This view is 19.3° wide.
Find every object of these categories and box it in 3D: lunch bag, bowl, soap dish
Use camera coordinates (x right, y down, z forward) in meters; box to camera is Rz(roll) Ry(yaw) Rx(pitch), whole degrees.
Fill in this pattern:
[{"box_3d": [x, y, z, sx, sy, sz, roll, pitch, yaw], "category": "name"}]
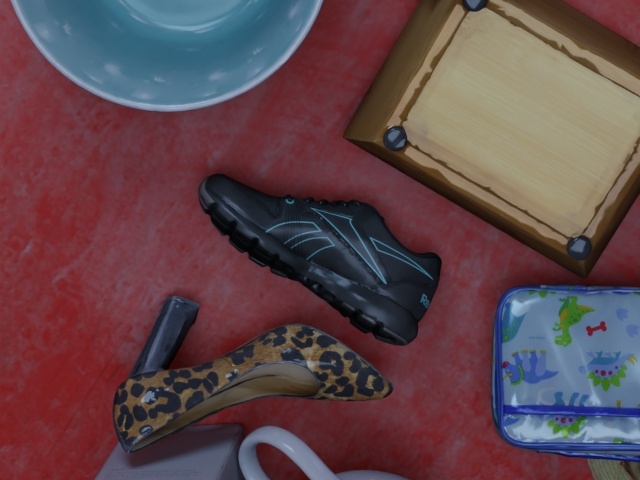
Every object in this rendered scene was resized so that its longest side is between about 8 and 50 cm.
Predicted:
[{"box_3d": [0.282, 0.134, 1.893, 0.219, 0.090, 0.176, 3, 81, 3], "category": "lunch bag"}, {"box_3d": [-0.141, -0.288, 1.816, 0.311, 0.163, 0.311, 0, 101, 2], "category": "bowl"}, {"box_3d": [0.201, -0.123, 1.854, 0.291, 0.118, 0.229, 30, 101, -4], "category": "soap dish"}]

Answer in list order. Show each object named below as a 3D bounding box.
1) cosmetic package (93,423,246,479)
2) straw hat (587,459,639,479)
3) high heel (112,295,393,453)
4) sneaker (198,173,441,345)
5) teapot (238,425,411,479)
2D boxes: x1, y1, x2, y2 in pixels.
[{"box_3d": [-0.147, 0.327, 1.907, 0.138, 0.224, 0.224, -3, 101, 7], "category": "cosmetic package"}, {"box_3d": [0.347, 0.228, 1.946, 0.144, 0.061, 0.144, 1, 102, 3], "category": "straw hat"}, {"box_3d": [-0.071, 0.168, 1.891, 0.261, 0.186, 0.093, 16, 142, 8], "category": "high heel"}, {"box_3d": [0.000, 0.000, 1.915, 0.267, 0.101, 0.106, 33, 79, -3], "category": "sneaker"}, {"box_3d": [0.010, 0.341, 1.923, 0.187, 0.252, 0.256, 8, 79, 43], "category": "teapot"}]
